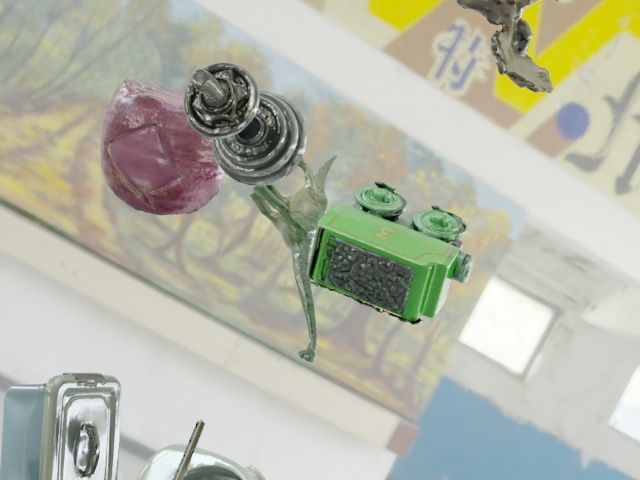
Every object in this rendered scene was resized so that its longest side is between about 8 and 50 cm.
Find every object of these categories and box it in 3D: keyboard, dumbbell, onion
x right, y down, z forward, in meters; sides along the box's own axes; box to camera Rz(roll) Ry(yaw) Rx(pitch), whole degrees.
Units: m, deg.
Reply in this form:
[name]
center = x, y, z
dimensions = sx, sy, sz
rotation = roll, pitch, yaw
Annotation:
[keyboard]
center = -0.198, 0.322, 1.621
dimensions = 0.015, 0.049, 0.129
rotation = 24, 37, -4
[dumbbell]
center = -0.088, -0.129, 1.156
dimensions = 0.110, 0.110, 0.254
rotation = 28, -2, 16
[onion]
center = -0.294, -0.176, 2.055
dimensions = 0.250, 0.247, 0.111
rotation = 15, -10, -2

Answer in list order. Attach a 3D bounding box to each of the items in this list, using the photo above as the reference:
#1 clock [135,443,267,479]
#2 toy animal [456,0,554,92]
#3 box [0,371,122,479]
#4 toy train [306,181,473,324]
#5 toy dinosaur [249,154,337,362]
[clock]
center = -0.186, 0.485, 1.800
dimensions = 0.324, 0.265, 0.108
rotation = 7, -35, 33
[toy animal]
center = 0.182, -0.238, 0.966
dimensions = 0.186, 0.214, 0.093
rotation = 31, -16, 38
[box]
center = -0.383, 0.308, 1.643
dimensions = 0.130, 0.227, 0.162
rotation = 0, -5, 29
[toy train]
center = 0.109, 0.018, 1.699
dimensions = 0.243, 0.132, 0.188
rotation = 21, 33, 14
[toy dinosaur]
center = 0.000, 0.000, 2.014
dimensions = 0.301, 0.087, 0.447
rotation = 48, 42, 2
